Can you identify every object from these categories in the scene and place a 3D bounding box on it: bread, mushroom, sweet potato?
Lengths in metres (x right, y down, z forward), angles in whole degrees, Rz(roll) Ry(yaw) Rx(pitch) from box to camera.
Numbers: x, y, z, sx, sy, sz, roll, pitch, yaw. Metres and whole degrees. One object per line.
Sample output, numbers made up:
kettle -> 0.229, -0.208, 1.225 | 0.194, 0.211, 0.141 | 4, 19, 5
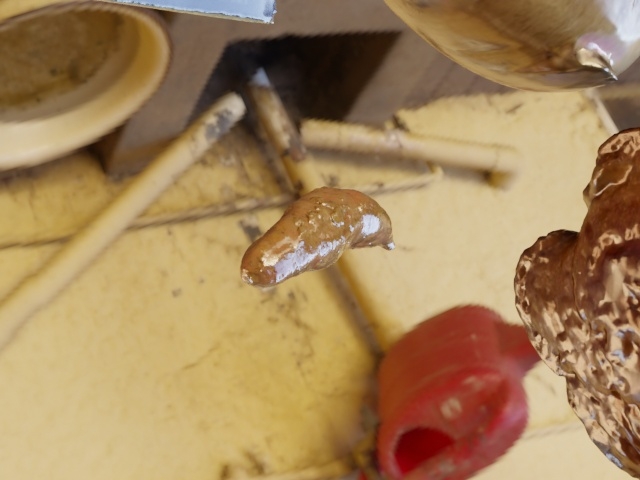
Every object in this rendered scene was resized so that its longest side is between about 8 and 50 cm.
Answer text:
bread -> 0.254, 0.044, 0.739 | 0.135, 0.247, 0.232 | -18, 148, -39
mushroom -> 0.125, -0.202, 0.759 | 0.184, 0.255, 0.255 | -35, 153, 21
sweet potato -> -0.002, -0.015, 1.548 | 0.095, 0.106, 0.354 | -14, 180, 31

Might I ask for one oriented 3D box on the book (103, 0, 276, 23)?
book -> -0.128, -0.414, 1.038 | 0.039, 0.428, 0.300 | 13, -170, 41
